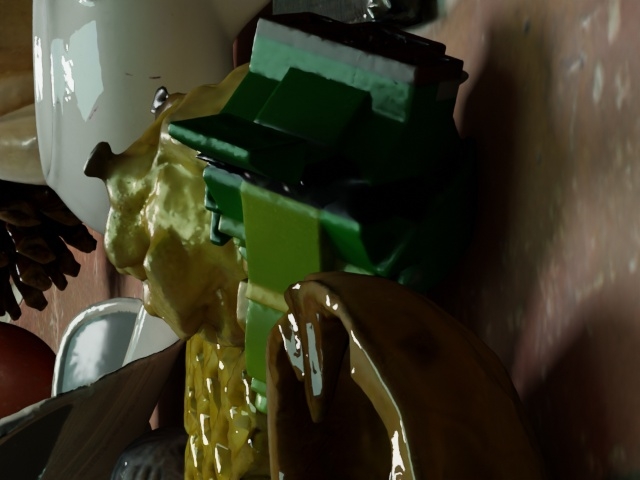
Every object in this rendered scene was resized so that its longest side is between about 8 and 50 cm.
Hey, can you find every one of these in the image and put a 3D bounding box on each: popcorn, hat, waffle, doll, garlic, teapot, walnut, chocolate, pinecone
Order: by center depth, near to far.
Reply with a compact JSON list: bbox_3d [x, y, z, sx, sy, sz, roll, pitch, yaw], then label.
[{"bbox_3d":[0.042,0.113,0.737,0.167,0.087,0.211,166,97,-69],"label":"walnut"},{"bbox_3d":[0.005,-0.005,0.811,0.134,0.106,0.186,-49,-34,-38],"label":"doll"},{"bbox_3d":[-0.035,-0.018,0.947,0.167,0.152,0.148,124,170,-67],"label":"popcorn"},{"bbox_3d":[-0.044,0.117,1.138,0.291,0.051,0.291,180,90,-78],"label":"waffle"},{"bbox_3d":[-0.096,-0.105,1.165,0.298,0.139,0.204,113,154,-62],"label":"teapot"},{"bbox_3d":[-0.104,0.206,1.330,0.072,0.072,0.167,117,147,-60],"label":"chocolate"},{"bbox_3d":[-0.171,0.164,1.454,0.275,0.161,0.232,-58,5,22],"label":"hat"},{"bbox_3d":[-0.250,-0.142,1.594,0.110,0.228,0.217,74,-154,-60],"label":"garlic"},{"bbox_3d":[-0.282,-0.026,1.720,0.208,0.207,0.208,179,90,-75],"label":"pinecone"}]

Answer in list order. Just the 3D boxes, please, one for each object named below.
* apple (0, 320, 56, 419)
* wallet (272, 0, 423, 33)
[{"bbox_3d":[-0.301,0.199,1.724,0.260,0.216,0.260,57,161,33],"label":"apple"},{"bbox_3d":[0.008,-0.251,0.936,0.169,0.044,0.317,177,90,-71],"label":"wallet"}]
